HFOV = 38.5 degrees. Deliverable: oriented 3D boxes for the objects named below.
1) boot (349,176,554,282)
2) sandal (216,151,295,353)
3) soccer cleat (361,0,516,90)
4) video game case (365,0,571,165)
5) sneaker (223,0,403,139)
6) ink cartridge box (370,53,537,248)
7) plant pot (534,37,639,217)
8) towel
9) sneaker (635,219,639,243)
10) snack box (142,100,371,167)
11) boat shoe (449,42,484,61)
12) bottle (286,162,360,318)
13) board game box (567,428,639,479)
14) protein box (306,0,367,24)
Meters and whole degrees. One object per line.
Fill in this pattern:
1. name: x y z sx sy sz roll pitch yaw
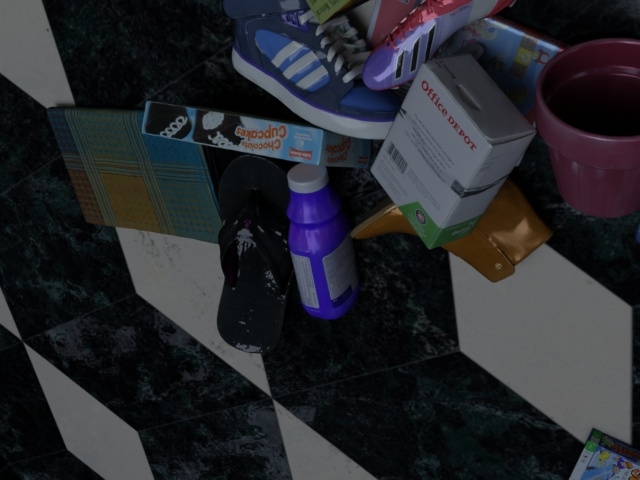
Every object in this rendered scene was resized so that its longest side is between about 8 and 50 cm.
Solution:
1. boot: 0.202 -0.008 1.457 0.211 0.104 0.295 49 132 -9
2. sandal: -0.114 0.047 1.671 0.168 0.107 0.445 10 124 8
3. soccer cleat: 0.150 -0.297 1.231 0.248 0.083 0.095 -33 145 14
4. video game case: 0.196 -0.251 1.341 0.285 0.025 0.204 27 132 13
5. sneaker: 0.008 -0.310 1.326 0.323 0.130 0.236 32 128 23
6. ink cartridge box: 0.176 -0.122 1.256 0.160 0.093 0.219 56 145 24
7. plant pot: 0.382 -0.136 1.204 0.201 0.201 0.180 16 145 22
8. towel: -0.346 -0.131 1.764 0.370 0.040 0.271 8 125 30
9. sneaker: 0.527 -0.080 1.193 0.131 0.112 0.296 32 133 9
10. snack box: -0.100 -0.170 1.474 0.322 0.187 0.060 12 99 25
11. boat shoe: 0.198 -0.245 1.307 0.035 0.035 0.100 32 136 -30
12. bottle: 0.000 0.000 1.565 0.092 0.118 0.282 11 133 28
13. board game box: 0.511 0.436 1.621 0.136 0.035 0.201 23 131 17
14. protein box: 0.040 -0.426 1.183 0.201 0.136 0.200 59 152 -5
